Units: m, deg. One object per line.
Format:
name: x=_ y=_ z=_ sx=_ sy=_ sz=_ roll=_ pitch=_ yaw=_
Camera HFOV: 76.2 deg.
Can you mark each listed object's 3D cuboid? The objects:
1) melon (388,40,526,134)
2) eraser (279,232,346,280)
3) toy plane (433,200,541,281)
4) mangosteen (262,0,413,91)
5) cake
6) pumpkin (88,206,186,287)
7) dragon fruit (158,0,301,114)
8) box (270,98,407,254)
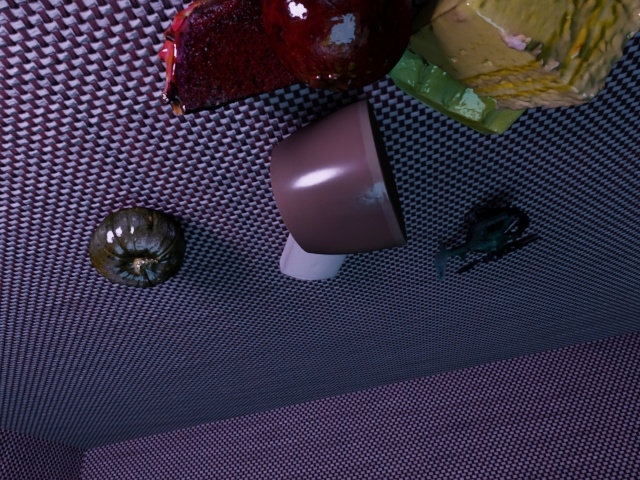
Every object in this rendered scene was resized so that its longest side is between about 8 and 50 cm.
melon: x=0.257 y=-0.312 z=0.752 sx=0.323 sy=0.124 sz=0.196 roll=12 pitch=132 yaw=-21
eraser: x=0.000 y=0.000 z=1.118 sx=0.174 sy=0.095 sz=0.270 roll=4 pitch=141 yaw=-18
toy plane: x=0.464 y=0.000 z=1.186 sx=0.106 sy=0.155 sz=0.381 roll=12 pitch=154 yaw=-28
mangosteen: x=0.025 y=-0.349 z=0.584 sx=0.215 sy=0.258 sz=0.215 roll=4 pitch=-179 yaw=0
cake: x=0.255 y=-0.345 z=0.562 sx=0.286 sy=0.227 sz=0.222 roll=25 pitch=97 yaw=-17
pumpkin: x=-0.440 y=0.021 z=0.992 sx=0.223 sy=0.157 sz=0.224 roll=-12 pitch=135 yaw=-12
dragon fruit: x=-0.159 y=-0.287 z=0.659 sx=0.261 sy=0.163 sz=0.189 roll=-33 pitch=-175 yaw=-34
box: x=0.042 y=-0.110 z=0.847 sx=0.216 sy=0.301 sz=0.301 roll=-16 pitch=143 yaw=17
